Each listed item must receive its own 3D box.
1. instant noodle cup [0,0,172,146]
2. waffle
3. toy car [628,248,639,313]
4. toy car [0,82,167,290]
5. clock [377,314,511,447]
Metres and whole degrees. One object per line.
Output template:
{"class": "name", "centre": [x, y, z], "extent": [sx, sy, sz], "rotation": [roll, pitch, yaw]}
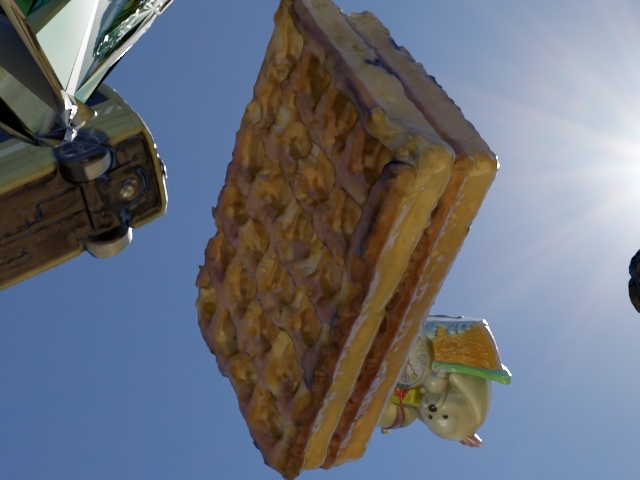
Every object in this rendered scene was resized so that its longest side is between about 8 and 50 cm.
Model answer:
{"class": "instant noodle cup", "centre": [-0.151, -0.189, 0.559], "extent": [0.178, 0.240, 0.240], "rotation": [-48, -56, -19]}
{"class": "waffle", "centre": [0.001, 0.000, 0.386], "extent": [0.042, 0.102, 0.148], "rotation": [-2, -50, -29]}
{"class": "toy car", "centre": [0.359, -0.046, 0.814], "extent": [0.198, 0.166, 0.314], "rotation": [-4, -72, -49]}
{"class": "toy car", "centre": [-0.247, -0.024, 0.806], "extent": [0.256, 0.124, 0.101], "rotation": [-26, -44, -19]}
{"class": "clock", "centre": [0.115, 0.157, 1.259], "extent": [0.103, 0.231, 0.144], "rotation": [0, -89, -48]}
